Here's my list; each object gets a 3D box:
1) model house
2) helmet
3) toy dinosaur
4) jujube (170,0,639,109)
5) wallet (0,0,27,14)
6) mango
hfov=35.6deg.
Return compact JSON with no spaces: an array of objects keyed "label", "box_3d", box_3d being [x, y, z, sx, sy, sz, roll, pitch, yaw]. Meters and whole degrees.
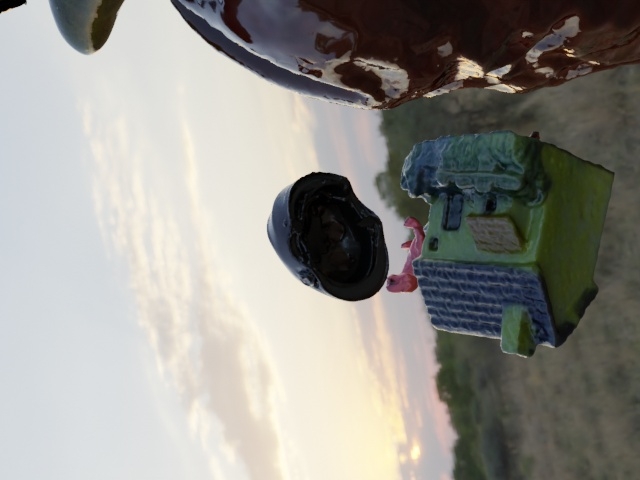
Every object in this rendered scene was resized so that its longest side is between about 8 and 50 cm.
[{"label":"model house","box_3d":[0.177,0.010,1.059,0.170,0.194,0.211,16,-98,-39]},{"label":"helmet","box_3d":[0.000,0.000,0.901,0.070,0.098,0.123,-12,114,54]},{"label":"toy dinosaur","box_3d":[0.203,-0.004,1.297,0.070,0.286,0.139,19,-144,-55]},{"label":"jujube","box_3d":[0.088,-0.160,0.427,0.216,0.342,0.216,34,135,41]},{"label":"wallet","box_3d":[-0.484,-0.260,1.075,0.262,0.220,0.071,-43,-41,-60]},{"label":"mango","box_3d":[-0.248,-0.333,1.119,0.133,0.111,0.268,50,128,38]}]
